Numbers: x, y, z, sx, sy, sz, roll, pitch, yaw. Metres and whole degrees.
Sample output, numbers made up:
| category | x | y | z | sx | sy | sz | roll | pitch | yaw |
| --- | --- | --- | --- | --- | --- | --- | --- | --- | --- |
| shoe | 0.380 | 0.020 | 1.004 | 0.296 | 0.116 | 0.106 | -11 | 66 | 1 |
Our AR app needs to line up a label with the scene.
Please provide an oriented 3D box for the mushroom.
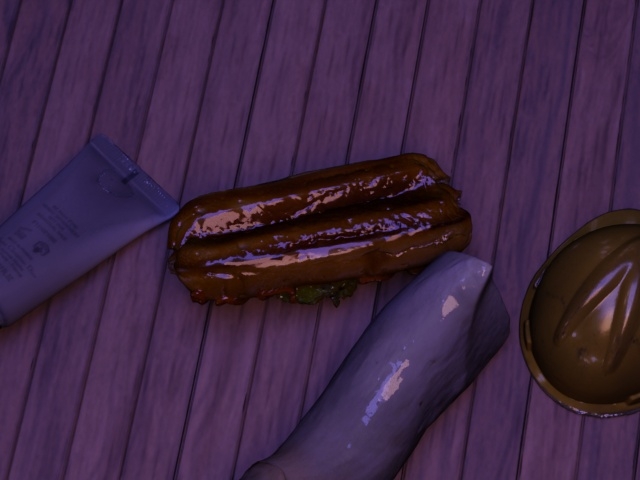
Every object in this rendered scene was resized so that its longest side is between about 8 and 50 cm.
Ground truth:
| category | x | y | z | sx | sy | sz | roll | pitch | yaw |
| --- | --- | --- | --- | --- | --- | --- | --- | --- | --- |
| mushroom | 0.046 | 0.189 | 1.928 | 0.126 | 0.177 | 0.397 | 35 | 77 | 22 |

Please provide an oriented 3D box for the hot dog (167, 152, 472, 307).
| category | x | y | z | sx | sy | sz | roll | pitch | yaw |
| --- | --- | --- | --- | --- | --- | --- | --- | --- | --- |
| hot dog | 0.000 | 0.000 | 2.030 | 0.349 | 0.117 | 0.158 | -13 | 41 | -9 |

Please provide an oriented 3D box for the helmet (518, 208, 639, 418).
| category | x | y | z | sx | sy | sz | roll | pitch | yaw |
| --- | --- | --- | --- | --- | --- | --- | --- | --- | --- |
| helmet | 0.332 | 0.062 | 1.979 | 0.205 | 0.140 | 0.257 | 29 | 76 | 13 |

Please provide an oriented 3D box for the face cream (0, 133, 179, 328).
| category | x | y | z | sx | sy | sz | roll | pitch | yaw |
| --- | --- | --- | --- | --- | --- | --- | --- | --- | --- |
| face cream | -0.321 | 0.009 | 2.068 | 0.314 | 0.089 | 0.143 | -41 | 71 | -20 |
